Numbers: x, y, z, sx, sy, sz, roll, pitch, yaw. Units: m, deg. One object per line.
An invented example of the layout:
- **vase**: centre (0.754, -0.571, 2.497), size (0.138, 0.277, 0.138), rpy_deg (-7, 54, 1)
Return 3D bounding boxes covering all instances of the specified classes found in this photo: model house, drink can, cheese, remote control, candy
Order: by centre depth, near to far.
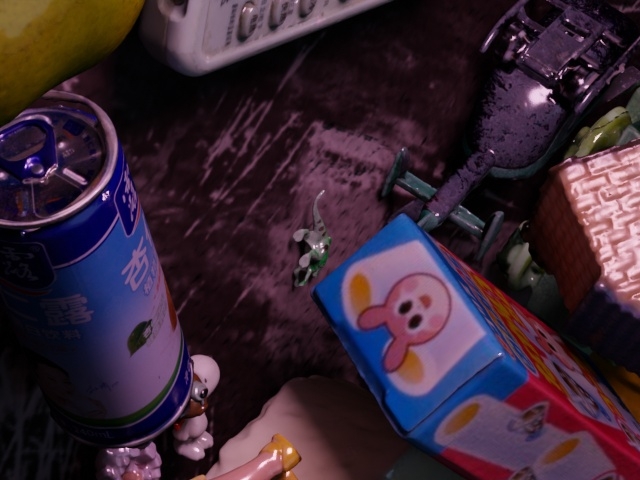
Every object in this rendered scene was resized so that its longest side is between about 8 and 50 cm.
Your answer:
- **drink can**: centre (-0.137, 0.023, 1.095), size (0.097, 0.097, 0.235), rpy_deg (-48, 151, -25)
- **remote control**: centre (0.011, -0.199, 1.170), size (0.335, 0.065, 0.128), rpy_deg (-28, 137, -48)
- **candy**: centre (0.135, 0.112, 1.423), size (0.100, 0.157, 0.306), rpy_deg (-42, 139, 12)
- **model house**: centre (0.275, 0.017, 1.481), size (0.183, 0.172, 0.166), rpy_deg (-19, 161, -9)
- **cheese**: centre (0.028, 0.266, 1.538), size (0.332, 0.153, 0.292), rpy_deg (16, 96, -61)

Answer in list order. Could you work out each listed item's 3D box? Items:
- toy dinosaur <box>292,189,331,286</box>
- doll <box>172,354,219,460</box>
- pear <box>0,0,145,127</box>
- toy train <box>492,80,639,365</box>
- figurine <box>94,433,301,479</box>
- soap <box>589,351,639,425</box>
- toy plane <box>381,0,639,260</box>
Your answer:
- **toy dinosaur**: centre (0.000, 0.000, 1.401), size (0.083, 0.021, 0.062), rpy_deg (-64, 161, 16)
- **doll**: centre (-0.093, 0.117, 1.335), size (0.058, 0.040, 0.085), rpy_deg (-39, 148, -56)
- **pear**: centre (-0.168, -0.118, 0.845), size (0.180, 0.166, 0.216), rpy_deg (-57, -173, -34)
- **toy train**: centre (0.281, -0.016, 1.705), size (0.188, 0.159, 0.271), rpy_deg (-25, 147, -53)
- **figurine**: centre (-0.116, 0.216, 1.299), size (0.240, 0.116, 0.175), rpy_deg (-46, 151, -28)
- **soap**: centre (0.360, 0.114, 1.868), size (0.259, 0.281, 0.143), rpy_deg (-62, 157, 6)
- **toy plane**: centre (0.154, -0.087, 1.510), size (0.381, 0.106, 0.155), rpy_deg (-47, 163, -37)
